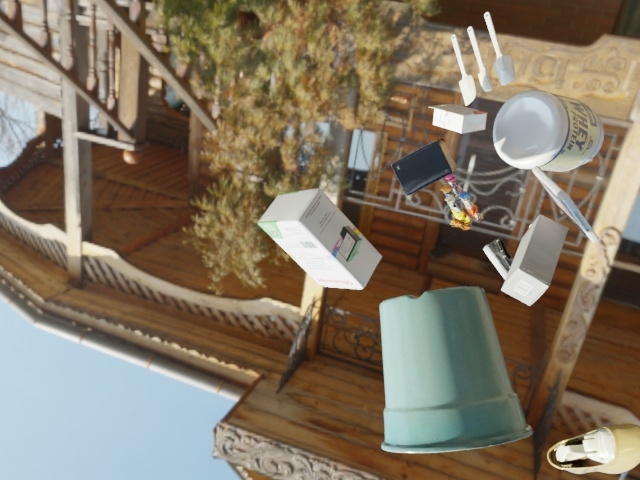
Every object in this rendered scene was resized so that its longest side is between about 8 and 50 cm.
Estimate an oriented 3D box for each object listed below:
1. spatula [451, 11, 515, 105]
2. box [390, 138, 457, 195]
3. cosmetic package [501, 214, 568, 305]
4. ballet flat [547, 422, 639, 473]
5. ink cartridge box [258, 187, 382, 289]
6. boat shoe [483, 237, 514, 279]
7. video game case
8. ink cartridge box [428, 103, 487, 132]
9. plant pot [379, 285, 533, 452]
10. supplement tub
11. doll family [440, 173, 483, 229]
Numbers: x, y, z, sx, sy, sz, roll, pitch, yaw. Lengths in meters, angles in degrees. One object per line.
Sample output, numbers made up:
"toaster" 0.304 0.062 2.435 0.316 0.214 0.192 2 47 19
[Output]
"spatula" 0.473 -0.541 1.690 0.019 0.242 0.168 8 156 -42
"box" 0.315 -0.223 1.717 0.153 0.108 0.207 -27 -177 21
"cosmetic package" 0.625 0.054 1.664 0.107 0.127 0.238 30 -123 11
"ballet flat" 0.494 0.384 1.037 0.073 0.232 0.080 9 -123 -8
"ink cartridge box" 0.000 0.000 1.536 0.201 0.278 0.117 -1 -131 54
"boat shoe" 0.602 0.079 1.796 0.080 0.076 0.229 27 -154 -38
"video game case" 0.685 -0.104 1.605 0.183 0.023 0.201 43 -162 -27
"ink cartridge box" 0.494 -0.448 2.089 0.115 0.067 0.198 -12 -153 -26
"plant pot" 0.285 0.292 1.339 0.341 0.334 0.341 -8 167 -2
"supplement tub" 0.725 -0.338 1.803 0.324 0.236 0.235 -4 -154 -41
"doll family" 0.527 -0.130 2.196 0.118 0.163 0.263 -32 -151 12
